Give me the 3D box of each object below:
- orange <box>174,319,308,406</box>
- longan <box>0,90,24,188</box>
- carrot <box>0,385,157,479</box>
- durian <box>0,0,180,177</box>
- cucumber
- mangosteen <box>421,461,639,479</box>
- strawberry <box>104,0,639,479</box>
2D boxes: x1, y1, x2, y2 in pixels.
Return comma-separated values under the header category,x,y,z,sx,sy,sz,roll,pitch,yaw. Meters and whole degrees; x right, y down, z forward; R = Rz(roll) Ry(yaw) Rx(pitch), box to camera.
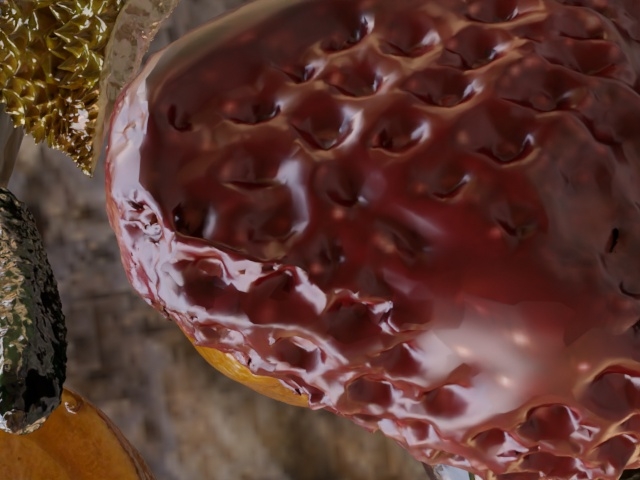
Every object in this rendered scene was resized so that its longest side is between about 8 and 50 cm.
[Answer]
category,x,y,z,sx,sy,sz,roll,pitch,yaw
orange,0.000,0.000,1.525,0.261,0.261,0.261,-8,-90,-78
longan,-0.468,-0.122,1.724,0.436,0.404,0.404,41,157,46
carrot,-0.273,0.275,1.865,0.307,0.258,0.100,44,-178,27
durian,-0.187,-0.198,1.595,0.249,0.138,0.183,-58,-18,-13
cucumber,-0.191,0.040,1.197,0.293,0.067,0.067,-123,18,-64
mangosteen,0.236,0.136,1.717,0.330,0.330,0.330,-8,-90,-78
strawberry,0.045,-0.014,1.093,0.295,0.345,0.317,145,123,-71
